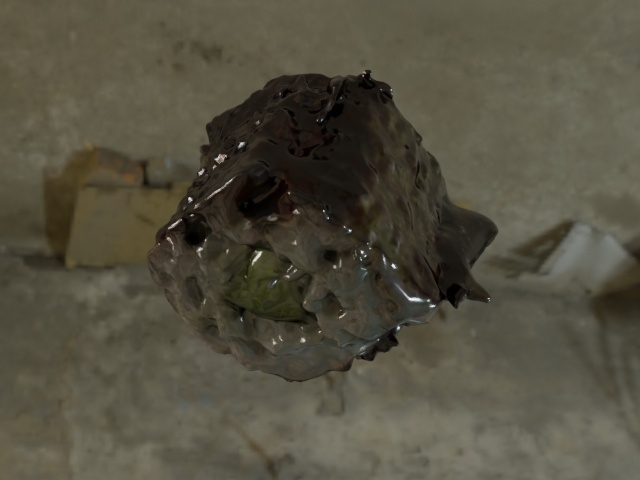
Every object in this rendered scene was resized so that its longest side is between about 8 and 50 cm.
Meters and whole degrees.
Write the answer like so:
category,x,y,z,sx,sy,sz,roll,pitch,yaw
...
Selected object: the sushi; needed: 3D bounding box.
category,x,y,z,sx,sy,sz,roll,pitch,yaw
sushi,-0.001,-0.001,0.418,0.094,0.084,0.098,-28,116,33
